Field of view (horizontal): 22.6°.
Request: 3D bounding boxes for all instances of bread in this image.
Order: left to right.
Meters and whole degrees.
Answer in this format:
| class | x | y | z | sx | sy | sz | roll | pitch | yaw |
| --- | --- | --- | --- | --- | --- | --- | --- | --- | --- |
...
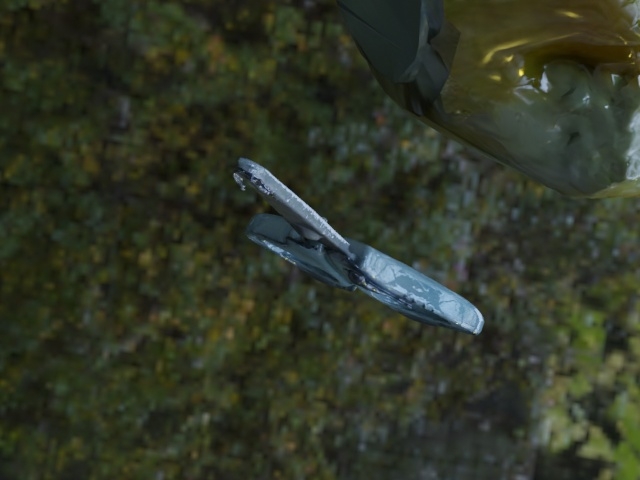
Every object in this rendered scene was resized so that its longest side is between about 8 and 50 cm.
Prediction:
| class | x | y | z | sx | sy | sz | roll | pitch | yaw |
| --- | --- | --- | --- | --- | --- | --- | --- | --- | --- |
| bread | 0.130 | -0.173 | 0.867 | 0.239 | 0.264 | 0.395 | 26 | -41 | 52 |

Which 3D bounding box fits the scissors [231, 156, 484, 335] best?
| class | x | y | z | sx | sy | sz | roll | pitch | yaw |
| --- | --- | --- | --- | --- | --- | --- | --- | --- | --- |
| scissors | -0.001 | 0.001 | 1.054 | 0.029 | 0.191 | 0.360 | -65 | 162 | -4 |
